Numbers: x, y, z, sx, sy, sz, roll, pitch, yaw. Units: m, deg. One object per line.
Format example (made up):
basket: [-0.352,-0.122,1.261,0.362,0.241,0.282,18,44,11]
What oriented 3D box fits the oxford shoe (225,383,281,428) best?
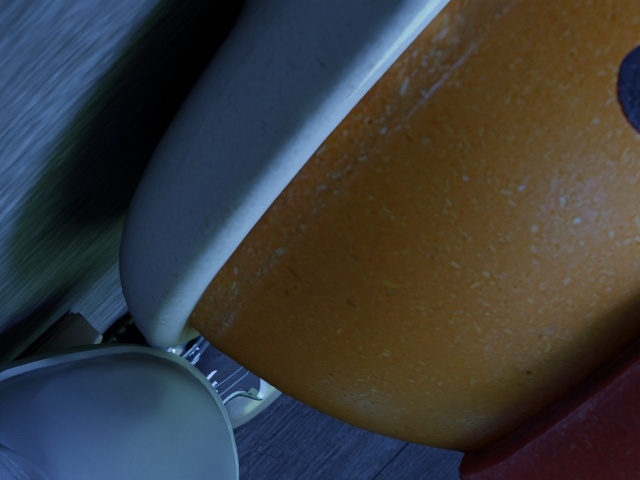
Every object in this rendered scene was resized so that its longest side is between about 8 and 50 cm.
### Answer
oxford shoe: [0.025,0.051,1.164,0.140,0.147,0.397,-16,-164,39]

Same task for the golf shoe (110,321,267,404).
golf shoe: [-0.111,0.119,0.870,0.198,0.094,0.077,-43,-161,-8]

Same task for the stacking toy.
stacking toy: [0.203,0.042,0.530,0.350,0.480,0.350,-46,177,-3]

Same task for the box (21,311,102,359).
box: [-0.187,0.125,0.722,0.201,0.021,0.164,-45,177,-21]

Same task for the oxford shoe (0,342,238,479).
oxford shoe: [-0.123,0.154,0.466,0.130,0.169,0.449,-14,-170,29]
